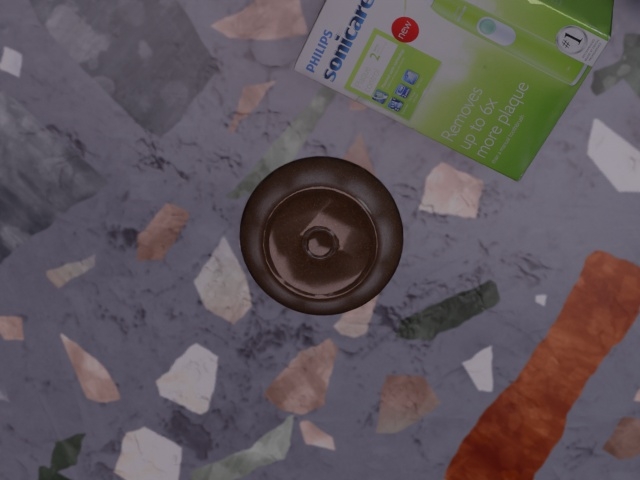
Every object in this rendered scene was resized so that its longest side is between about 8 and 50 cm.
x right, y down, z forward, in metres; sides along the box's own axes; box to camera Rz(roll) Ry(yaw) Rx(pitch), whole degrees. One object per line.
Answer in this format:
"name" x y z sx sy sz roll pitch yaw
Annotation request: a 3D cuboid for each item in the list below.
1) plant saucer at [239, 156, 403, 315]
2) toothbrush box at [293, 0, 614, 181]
"plant saucer" 0.000 0.000 1.632 0.198 0.036 0.199 1 104 4
"toothbrush box" 0.146 -0.227 1.488 0.283 0.122 0.206 28 126 -3
